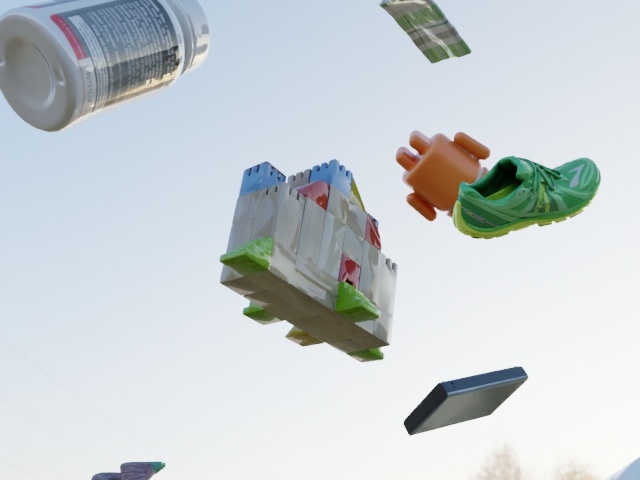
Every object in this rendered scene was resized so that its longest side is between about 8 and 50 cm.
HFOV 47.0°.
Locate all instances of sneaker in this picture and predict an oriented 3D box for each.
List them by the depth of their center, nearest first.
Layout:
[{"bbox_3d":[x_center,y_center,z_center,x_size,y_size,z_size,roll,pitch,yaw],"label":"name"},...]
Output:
[{"bbox_3d":[0.373,-0.092,1.301,0.295,0.109,0.123,-19,-54,-14],"label":"sneaker"}]

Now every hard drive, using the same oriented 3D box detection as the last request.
[{"bbox_3d":[0.176,0.192,0.888,0.135,0.022,0.094,-4,-40,-34],"label":"hard drive"}]

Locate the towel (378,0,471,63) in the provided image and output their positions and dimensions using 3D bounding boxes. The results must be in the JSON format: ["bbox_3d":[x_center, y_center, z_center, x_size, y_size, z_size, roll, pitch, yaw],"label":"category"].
[{"bbox_3d":[0.177,-0.363,1.252,0.152,0.023,0.113,44,-15,-24],"label":"towel"}]

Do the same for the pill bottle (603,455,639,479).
[{"bbox_3d":[0.237,0.251,0.554,0.131,0.131,0.229,6,-33,-2],"label":"pill bottle"}]

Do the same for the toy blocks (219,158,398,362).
[{"bbox_3d":[0.000,0.000,1.151,0.190,0.261,0.381,-16,-36,37],"label":"toy blocks"}]

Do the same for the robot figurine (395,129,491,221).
[{"bbox_3d":[0.250,-0.124,1.460,0.219,0.158,0.128,36,-18,-5],"label":"robot figurine"}]

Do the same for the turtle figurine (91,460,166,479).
[{"bbox_3d":[-0.226,0.384,0.852,0.175,0.234,0.118,-18,-28,25],"label":"turtle figurine"}]

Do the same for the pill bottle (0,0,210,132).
[{"bbox_3d":[-0.296,-0.268,1.037,0.161,0.283,0.161,17,-57,28],"label":"pill bottle"}]
